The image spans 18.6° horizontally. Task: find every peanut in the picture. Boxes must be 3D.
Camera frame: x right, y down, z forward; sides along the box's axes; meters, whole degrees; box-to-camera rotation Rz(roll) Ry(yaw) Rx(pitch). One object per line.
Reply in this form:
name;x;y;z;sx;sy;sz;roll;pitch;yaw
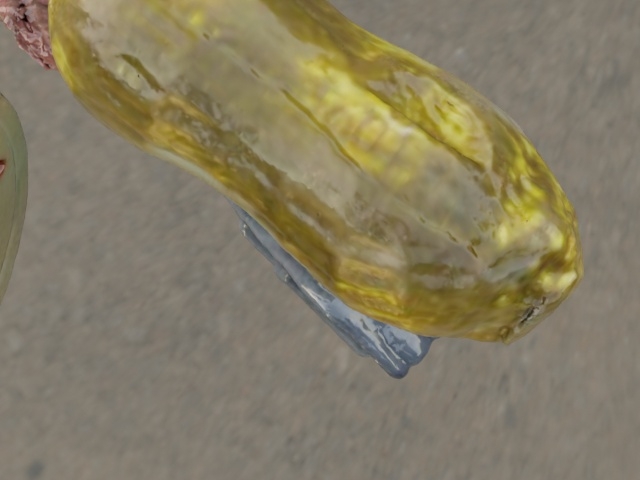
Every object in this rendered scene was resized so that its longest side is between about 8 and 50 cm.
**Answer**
peanut;-0.002;-0.038;0.667;0.206;0.087;0.087;35;104;2

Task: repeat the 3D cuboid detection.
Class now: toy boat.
toy boat;0.000;0.000;1.392;0.078;0.283;0.127;-47;120;4

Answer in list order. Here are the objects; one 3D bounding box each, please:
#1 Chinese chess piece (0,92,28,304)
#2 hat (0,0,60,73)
Chinese chess piece;-0.141;-0.001;0.648;0.051;0.122;0.122;14;102;11
hat;-0.145;-0.220;1.515;0.237;0.286;0.107;55;134;26
